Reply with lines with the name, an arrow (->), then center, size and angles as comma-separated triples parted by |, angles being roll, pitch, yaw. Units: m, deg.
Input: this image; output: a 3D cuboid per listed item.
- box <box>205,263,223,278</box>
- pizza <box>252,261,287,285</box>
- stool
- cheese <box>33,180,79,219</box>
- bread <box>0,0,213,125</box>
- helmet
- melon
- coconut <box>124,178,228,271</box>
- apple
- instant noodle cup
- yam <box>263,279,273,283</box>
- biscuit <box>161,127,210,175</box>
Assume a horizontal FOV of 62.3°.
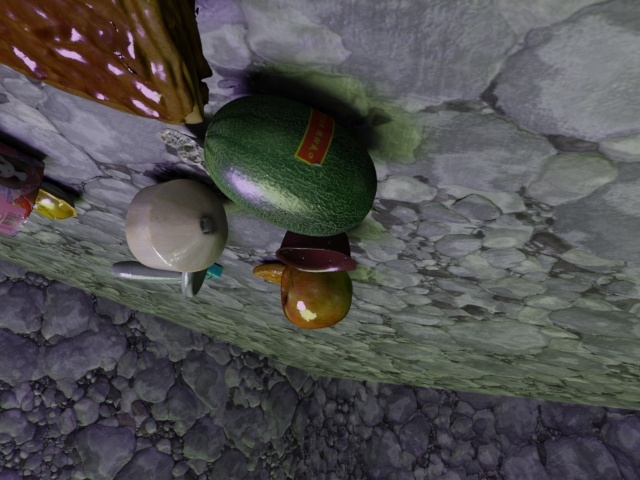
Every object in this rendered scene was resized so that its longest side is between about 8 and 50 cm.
box -> -0.449, 0.065, 1.702 | 0.161, 0.042, 0.226 | -6, 150, 46
pizza -> -0.112, 0.097, 1.544 | 0.175, 0.046, 0.134 | 7, 157, 21
stool -> -0.389, 0.028, 1.342 | 0.198, 0.195, 0.195 | 15, 173, -2
cheese -> -0.758, -0.116, 1.418 | 0.270, 0.069, 0.177 | 13, 158, 25
bread -> -0.256, -0.273, 0.523 | 0.324, 0.167, 0.277 | 22, 161, 7
helmet -> 0.000, 0.000, 1.129 | 0.175, 0.106, 0.155 | 7, 160, 15
melon -> -0.032, -0.103, 0.781 | 0.287, 0.182, 0.182 | 27, 157, -21
coconut -> -0.302, -0.031, 1.140 | 0.222, 0.202, 0.202 | 1, 155, 41
apple -> -0.010, 0.134, 1.374 | 0.196, 0.196, 0.196 | 13, 159, 5
instant noodle cup -> -0.765, -0.135, 1.167 | 0.231, 0.243, 0.243 | 23, 159, -39
yam -> -0.068, 0.140, 1.649 | 0.234, 0.027, 0.029 | 8, -172, 17
biscuit -> -0.149, -0.122, 0.911 | 0.265, 0.040, 0.188 | 27, -169, -20
